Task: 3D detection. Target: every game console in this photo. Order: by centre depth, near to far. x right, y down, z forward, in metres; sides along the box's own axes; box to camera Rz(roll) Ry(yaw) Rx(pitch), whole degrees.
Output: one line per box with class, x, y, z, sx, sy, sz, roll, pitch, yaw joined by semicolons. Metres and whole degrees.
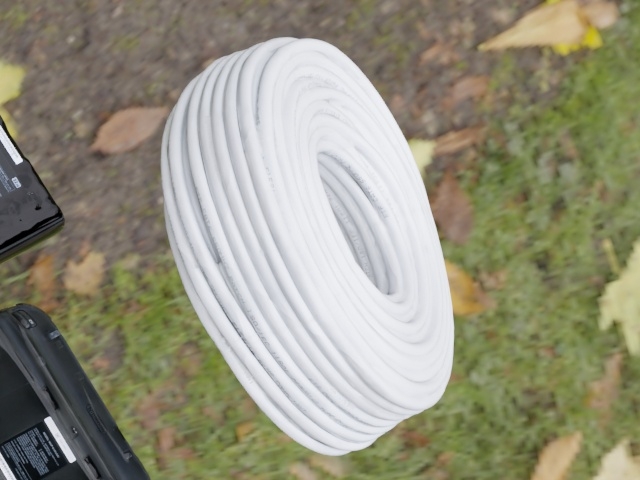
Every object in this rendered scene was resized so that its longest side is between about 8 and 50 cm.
game console;-0.238;0.079;1.180;0.213;0.044;0.361;-30;83;-25

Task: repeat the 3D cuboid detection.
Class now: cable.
cable;0.000;0.000;1.099;0.257;0.089;0.257;64;22;-6
